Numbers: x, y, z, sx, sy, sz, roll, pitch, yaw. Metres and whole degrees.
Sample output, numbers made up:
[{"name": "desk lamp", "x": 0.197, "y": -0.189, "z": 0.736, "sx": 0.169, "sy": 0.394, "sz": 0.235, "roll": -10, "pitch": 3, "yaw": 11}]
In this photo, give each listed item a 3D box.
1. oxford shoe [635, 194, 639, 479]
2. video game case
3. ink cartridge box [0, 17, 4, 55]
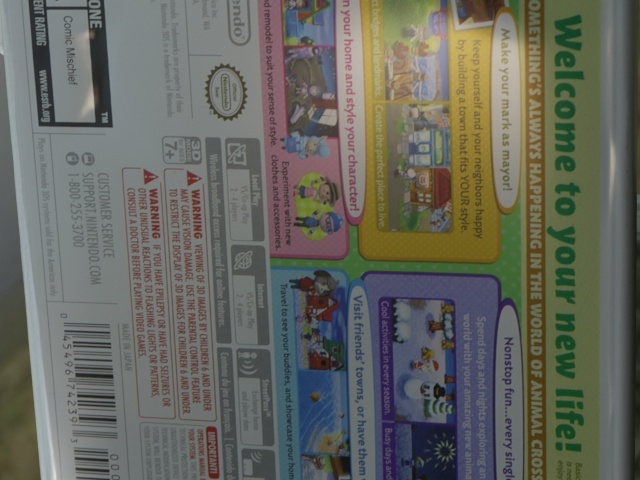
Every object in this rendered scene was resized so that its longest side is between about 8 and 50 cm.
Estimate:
[{"name": "oxford shoe", "x": 0.166, "y": 0.043, "z": 0.712, "sx": 0.449, "sy": 0.169, "sz": 0.130, "roll": -13, "pitch": 16, "yaw": -9}, {"name": "video game case", "x": 0.000, "y": 0.000, "z": 0.593, "sx": 0.193, "sy": 0.212, "sz": 0.023, "roll": 2, "pitch": 17, "yaw": 14}, {"name": "ink cartridge box", "x": -0.042, "y": -0.076, "z": 0.966, "sx": 0.189, "sy": 0.232, "sz": 0.066, "roll": -3, "pitch": -53, "yaw": -59}]
